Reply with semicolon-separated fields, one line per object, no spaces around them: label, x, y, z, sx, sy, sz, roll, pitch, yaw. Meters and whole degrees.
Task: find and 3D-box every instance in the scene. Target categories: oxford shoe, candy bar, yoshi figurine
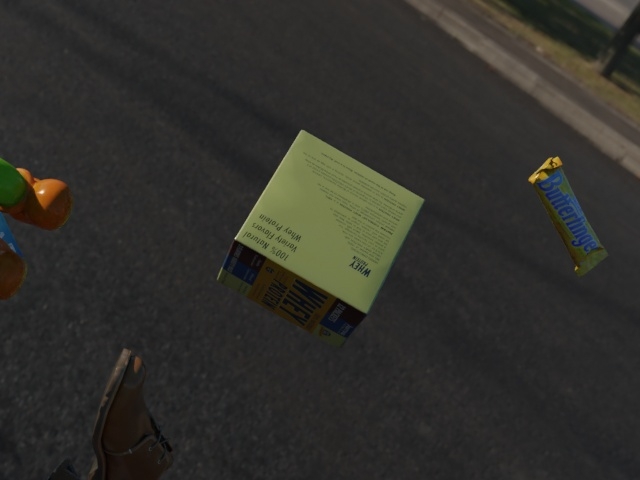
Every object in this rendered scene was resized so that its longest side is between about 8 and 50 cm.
oxford shoe;-0.171;0.179;0.964;0.076;0.212;0.076;14;44;2
candy bar;0.251;-0.024;1.052;0.161;0.040;0.018;53;-1;-39
yoshi figurine;-0.434;-0.065;1.105;0.362;0.203;0.204;36;38;-45

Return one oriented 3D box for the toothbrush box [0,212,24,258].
toothbrush box;-0.606;-0.093;1.619;0.126;0.296;0.216;-29;29;-23

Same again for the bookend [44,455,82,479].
bookend;-0.332;0.403;1.392;0.156;0.072;0.157;29;59;20

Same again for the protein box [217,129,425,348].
protein box;0.000;0.000;1.421;0.199;0.136;0.201;29;60;-1
